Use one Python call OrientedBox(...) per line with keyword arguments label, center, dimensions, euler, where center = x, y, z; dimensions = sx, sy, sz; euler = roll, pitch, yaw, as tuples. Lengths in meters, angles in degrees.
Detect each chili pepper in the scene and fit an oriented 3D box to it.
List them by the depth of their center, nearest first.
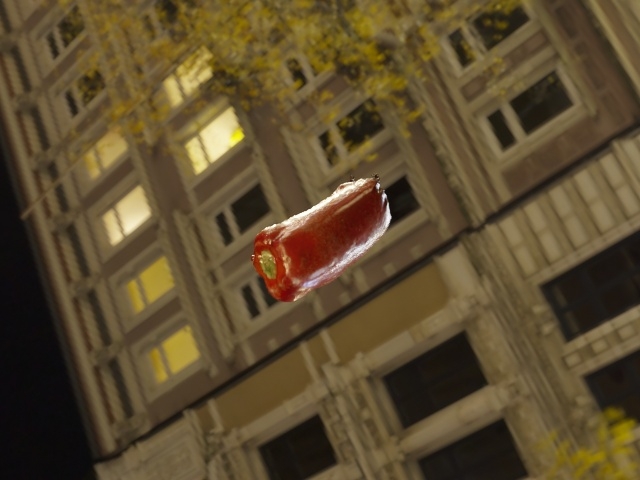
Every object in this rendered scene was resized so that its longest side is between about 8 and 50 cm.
OrientedBox(label="chili pepper", center=(0.000, 0.000, 0.834), dimensions=(0.123, 0.073, 0.070), euler=(-35, -50, -32))
